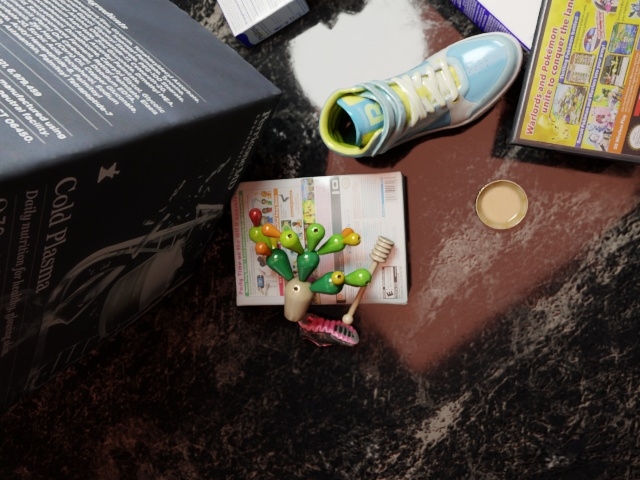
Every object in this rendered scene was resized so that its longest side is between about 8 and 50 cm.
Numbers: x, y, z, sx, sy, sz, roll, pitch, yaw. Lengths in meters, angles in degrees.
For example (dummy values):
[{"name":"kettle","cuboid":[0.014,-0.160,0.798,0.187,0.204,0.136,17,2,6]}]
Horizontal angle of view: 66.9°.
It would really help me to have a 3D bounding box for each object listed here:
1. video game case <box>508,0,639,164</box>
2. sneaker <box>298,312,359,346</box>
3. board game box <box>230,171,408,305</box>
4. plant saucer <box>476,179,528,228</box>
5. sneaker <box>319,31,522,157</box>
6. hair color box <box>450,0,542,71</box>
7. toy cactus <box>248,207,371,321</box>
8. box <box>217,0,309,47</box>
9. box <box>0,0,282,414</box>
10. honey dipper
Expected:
[{"name":"video game case","cuboid":[0.422,-0.250,0.670,0.249,0.035,0.274,12,99,10]},{"name":"sneaker","cuboid":[0.014,0.179,0.912,0.120,0.047,0.057,17,121,12]},{"name":"board game box","cuboid":[0.000,0.000,0.866,0.304,0.097,0.223,-2,94,12]},{"name":"plant saucer","cuboid":[0.309,-0.061,0.829,0.084,0.015,0.083,1,96,12]},{"name":"sneaker","cuboid":[0.141,-0.209,0.727,0.319,0.208,0.127,-26,92,28]},{"name":"hair color box","cuboid":[0.286,-0.447,0.752,0.339,0.110,0.185,45,102,4]},{"name":"toy cactus","cuboid":[-0.027,0.045,0.790,0.219,0.112,0.180,18,118,7]},{"name":"box","cuboid":[-0.111,-0.441,0.860,0.137,0.072,0.126,-26,90,13]},{"name":"box","cuboid":[-0.371,-0.061,0.680,0.297,0.472,0.479,39,126,5]},{"name":"honey dipper","cuboid":[0.076,0.070,0.794,0.031,0.030,0.160,25,103,10]}]
